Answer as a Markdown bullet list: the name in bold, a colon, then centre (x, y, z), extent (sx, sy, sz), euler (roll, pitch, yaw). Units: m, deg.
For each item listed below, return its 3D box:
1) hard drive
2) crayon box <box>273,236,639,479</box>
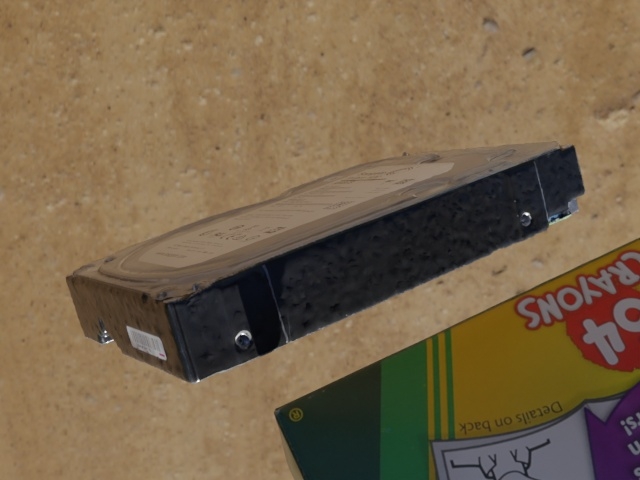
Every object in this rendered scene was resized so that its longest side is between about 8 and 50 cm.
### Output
- **hard drive**: centre (0.000, 0.000, 0.710), extent (0.339, 0.237, 0.064), euler (-20, 102, -27)
- **crayon box**: centre (0.205, 0.159, 0.480), extent (0.362, 0.313, 0.106), euler (-24, 150, -10)
